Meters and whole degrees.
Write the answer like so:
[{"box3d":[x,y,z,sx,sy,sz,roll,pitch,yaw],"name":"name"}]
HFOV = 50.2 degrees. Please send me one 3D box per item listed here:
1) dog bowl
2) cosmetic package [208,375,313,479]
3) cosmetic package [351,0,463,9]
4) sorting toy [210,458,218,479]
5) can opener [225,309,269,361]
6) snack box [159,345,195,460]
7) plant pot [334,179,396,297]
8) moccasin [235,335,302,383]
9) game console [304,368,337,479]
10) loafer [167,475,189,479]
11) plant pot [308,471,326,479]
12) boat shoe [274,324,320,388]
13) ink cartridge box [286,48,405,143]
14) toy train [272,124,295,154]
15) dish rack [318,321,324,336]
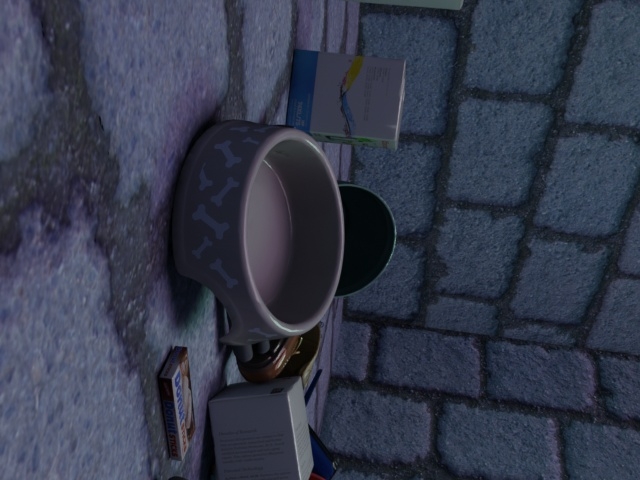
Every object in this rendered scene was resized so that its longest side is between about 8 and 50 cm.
[{"box3d":[-0.072,-0.012,1.029,0.348,0.102,0.349,0,90,-62],"name":"dog bowl"},{"box3d":[-0.106,0.362,1.267,0.151,0.151,0.184,3,78,-83],"name":"cosmetic package"},{"box3d":[0.185,-0.813,1.679,0.327,0.393,0.330,77,20,-71],"name":"cosmetic package"},{"box3d":[-0.188,0.432,1.295,0.083,0.044,0.075,-31,121,-82],"name":"sorting toy"},{"box3d":[-0.129,0.096,1.188,0.093,0.074,0.281,38,-41,45],"name":"can opener"},{"box3d":[-0.207,0.240,0.996,0.064,0.022,0.178,-72,167,-54],"name":"snack box"},{"box3d":[0.018,-0.026,1.735,0.196,0.292,0.293,-135,-134,-63],"name":"plant pot"},{"box3d":[-0.101,0.187,1.446,0.380,0.139,0.147,-92,176,-68],"name":"moccasin"},{"box3d":[-0.025,0.539,1.815,0.173,0.250,0.293,-20,146,-38],"name":"game console"},{"box3d":[-0.214,0.462,0.964,0.087,0.094,0.251,-18,108,-56],"name":"loafer"},{"box3d":[-0.081,0.728,1.653,0.243,0.274,0.275,105,-1,-48],"name":"plant pot"},{"box3d":[-0.076,0.365,1.925,0.098,0.109,0.302,96,10,-59],"name":"boat shoe"},{"box3d":[0.070,-0.346,1.704,0.198,0.269,0.197,-5,102,-83],"name":"ink cartridge box"},{"box3d":[-0.093,-0.165,1.354,0.184,0.080,0.105,-63,150,-66],"name":"toy train"},{"box3d":[-0.027,0.224,2.188,0.271,0.074,0.208,44,53,-68],"name":"dish rack"}]
